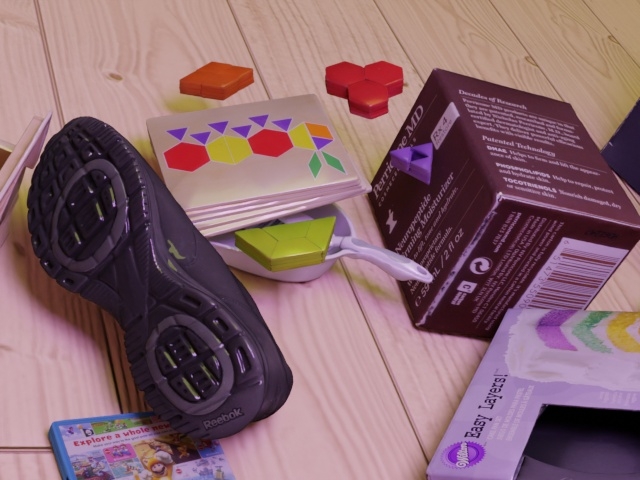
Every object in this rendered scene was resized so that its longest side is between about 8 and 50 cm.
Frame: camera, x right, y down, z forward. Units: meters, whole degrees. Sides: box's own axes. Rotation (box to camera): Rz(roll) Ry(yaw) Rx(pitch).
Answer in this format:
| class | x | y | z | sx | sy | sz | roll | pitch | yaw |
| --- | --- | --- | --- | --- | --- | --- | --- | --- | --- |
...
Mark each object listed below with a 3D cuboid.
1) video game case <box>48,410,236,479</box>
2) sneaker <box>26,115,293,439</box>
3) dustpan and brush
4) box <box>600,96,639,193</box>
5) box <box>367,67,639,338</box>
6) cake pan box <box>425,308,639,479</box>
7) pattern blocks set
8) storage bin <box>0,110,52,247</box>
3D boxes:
| class | x | y | z | sx | sy | sz | roll | pitch | yaw |
| --- | --- | --- | --- | --- | --- | --- | --- | --- | --- |
| video game case | -0.104 | 0.185 | 0.727 | 0.119 | 0.015 | 0.166 | 0 | 44 | -34 |
| sneaker | -0.122 | 0.029 | 0.830 | 0.286 | 0.109 | 0.130 | 57 | 13 | 18 |
| dustpan and brush | 0.000 | 0.000 | 0.991 | 0.211 | 0.060 | 0.147 | 31 | 35 | 3 |
| box | 0.595 | -0.190 | 1.421 | 0.343 | 0.312 | 0.179 | -11 | 51 | -42 |
| box | 0.171 | -0.030 | 1.051 | 0.167 | 0.168 | 0.203 | 10 | 38 | -24 |
| cake pan box | 0.235 | 0.145 | 0.853 | 0.246 | 0.070 | 0.267 | -2 | 25 | 28 |
| pattern blocks set | -0.058 | -0.075 | 0.991 | 0.325 | 0.026 | 0.285 | -5 | 44 | -9 |
| storage bin | -0.354 | -0.043 | 0.750 | 0.262 | 0.123 | 0.260 | 22 | 36 | -9 |
